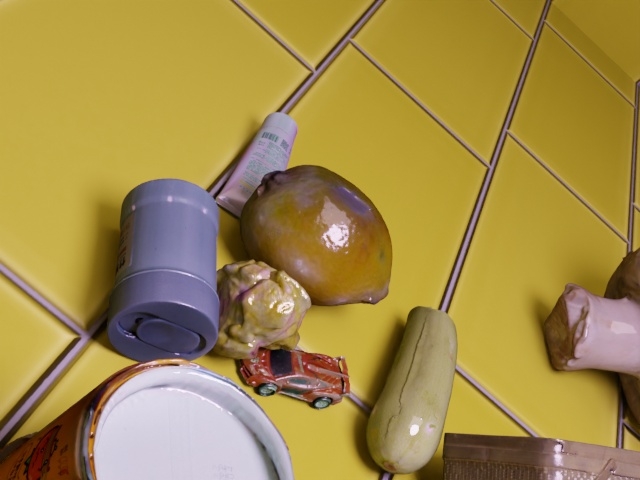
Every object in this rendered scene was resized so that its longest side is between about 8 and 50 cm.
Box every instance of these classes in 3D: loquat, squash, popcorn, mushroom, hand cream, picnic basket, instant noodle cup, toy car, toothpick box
[{"bbox_3d":[0.000,0.000,0.972,0.195,0.152,0.152,46,35,-14],"label":"loquat"},{"bbox_3d":[0.108,0.159,0.974,0.083,0.083,0.250,39,36,-10],"label":"squash"},{"bbox_3d":[-0.065,0.067,0.864,0.089,0.109,0.096,4,62,-47],"label":"popcorn"},{"bbox_3d":[0.474,0.146,1.247,0.290,0.297,0.297,-5,51,-3],"label":"mushroom"},{"bbox_3d":[-0.072,-0.088,1.068,0.076,0.047,0.174,33,46,-18],"label":"hand cream"},{"bbox_3d":[0.253,0.284,0.901,0.267,0.165,0.139,16,73,-34],"label":"picnic basket"},{"bbox_3d":[-0.131,0.196,0.622,0.216,0.172,0.215,27,39,-24],"label":"instant noodle cup"},{"bbox_3d":[-0.027,0.135,0.901,0.122,0.035,0.059,21,44,-30],"label":"toy car"},{"bbox_3d":[-0.146,0.029,0.828,0.101,0.101,0.153,24,40,-28],"label":"toothpick box"}]
